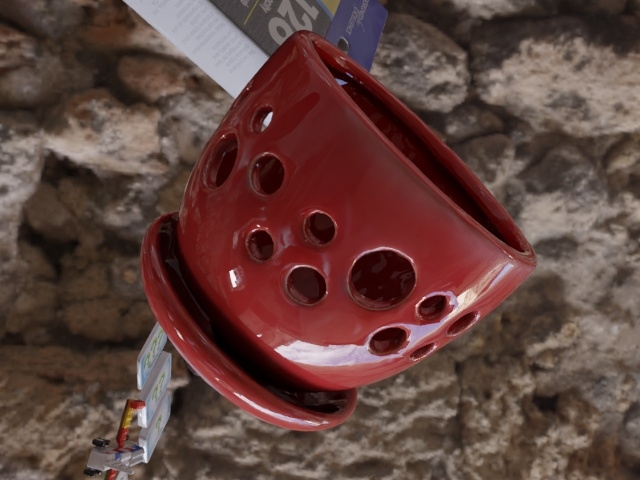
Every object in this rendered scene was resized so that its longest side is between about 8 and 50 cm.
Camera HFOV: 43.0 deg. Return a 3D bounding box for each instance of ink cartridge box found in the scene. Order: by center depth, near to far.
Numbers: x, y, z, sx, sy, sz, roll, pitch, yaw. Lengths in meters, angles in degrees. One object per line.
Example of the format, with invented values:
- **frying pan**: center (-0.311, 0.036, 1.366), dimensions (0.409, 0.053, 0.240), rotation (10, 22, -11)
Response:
- **ink cartridge box**: center (-0.044, -0.251, 0.726), dimensions (0.307, 0.072, 0.304), rotation (38, -137, -22)

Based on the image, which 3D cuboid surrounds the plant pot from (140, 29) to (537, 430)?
- **plant pot**: center (0.000, 0.000, 0.482), dimensions (0.191, 0.174, 0.191), rotation (42, -163, -16)

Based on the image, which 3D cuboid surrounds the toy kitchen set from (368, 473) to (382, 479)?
- **toy kitchen set**: center (0.086, 0.389, 1.157), dimensions (0.068, 0.083, 0.075), rotation (24, 161, 8)

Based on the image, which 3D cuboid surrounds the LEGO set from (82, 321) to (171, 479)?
- **LEGO set**: center (-0.190, 0.221, 0.851), dimensions (0.060, 0.182, 0.244), rotation (14, -141, 6)
